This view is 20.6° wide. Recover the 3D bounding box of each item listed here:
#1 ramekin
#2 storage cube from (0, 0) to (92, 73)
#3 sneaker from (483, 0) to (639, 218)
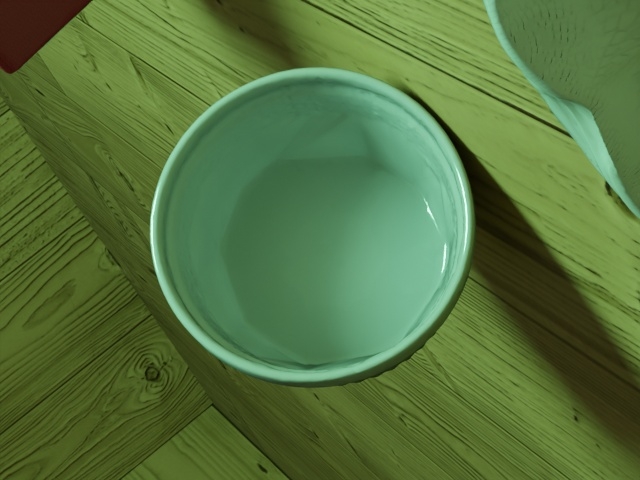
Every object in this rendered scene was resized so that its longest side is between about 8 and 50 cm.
[{"bbox_3d":[0.000,0.000,1.156,0.207,0.207,0.109,48,177,15],"label":"ramekin"},{"bbox_3d":[-0.232,-0.267,1.202,0.184,0.215,0.193,39,170,44],"label":"storage cube"},{"bbox_3d":[0.108,-0.097,0.767,0.212,0.080,0.094,58,178,-36],"label":"sneaker"}]
